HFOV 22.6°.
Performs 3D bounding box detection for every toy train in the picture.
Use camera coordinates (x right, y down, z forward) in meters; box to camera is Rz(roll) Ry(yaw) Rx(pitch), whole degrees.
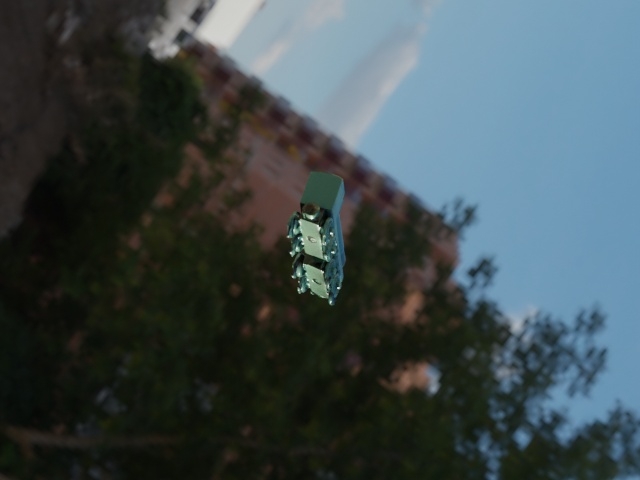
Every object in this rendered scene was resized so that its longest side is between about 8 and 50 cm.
[{"bbox_3d":[0.000,0.000,0.930,0.092,0.029,0.045,80,26,-58],"label":"toy train"}]
